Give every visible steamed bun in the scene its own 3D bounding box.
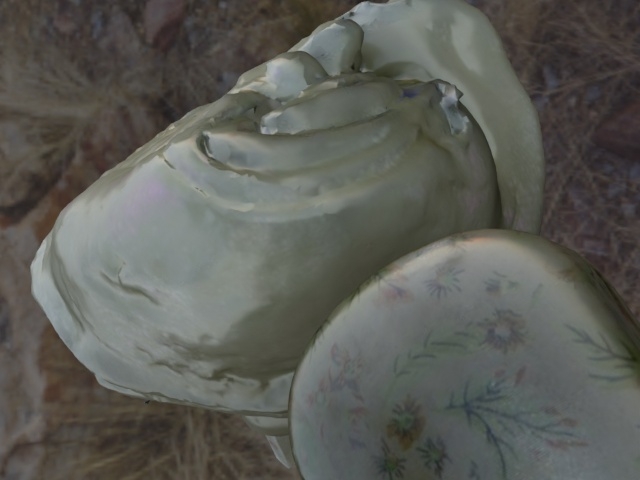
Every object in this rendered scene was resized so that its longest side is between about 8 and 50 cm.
[{"bbox_3d":[0.000,0.000,0.701,0.247,0.339,0.352,54,143,-5],"label":"steamed bun"}]

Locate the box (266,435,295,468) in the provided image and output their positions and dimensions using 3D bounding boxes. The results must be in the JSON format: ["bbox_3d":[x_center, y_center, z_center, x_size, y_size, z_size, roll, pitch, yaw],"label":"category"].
[{"bbox_3d":[0.015,0.135,0.958,0.024,0.167,0.090,37,159,31],"label":"box"}]

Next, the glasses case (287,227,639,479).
[{"bbox_3d":[0.127,0.184,0.362,0.156,0.098,0.425,-40,63,20],"label":"glasses case"}]
